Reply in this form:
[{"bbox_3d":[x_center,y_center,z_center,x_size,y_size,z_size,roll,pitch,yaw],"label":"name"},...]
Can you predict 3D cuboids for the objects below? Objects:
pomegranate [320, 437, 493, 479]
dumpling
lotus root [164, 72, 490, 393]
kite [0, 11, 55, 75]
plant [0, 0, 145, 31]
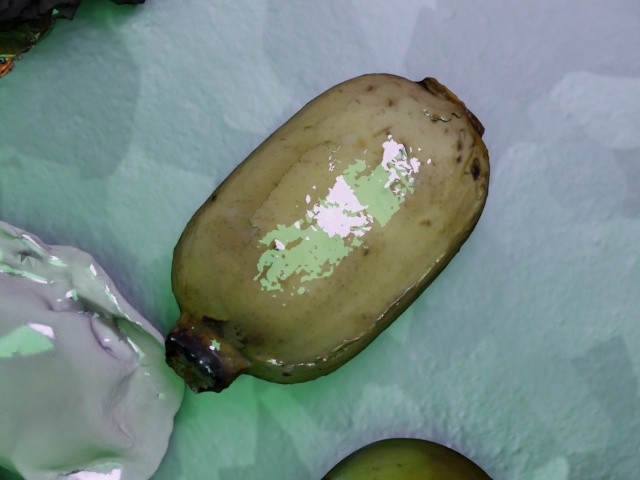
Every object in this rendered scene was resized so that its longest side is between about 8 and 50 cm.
[{"bbox_3d":[0.043,0.237,1.211,0.210,0.180,0.180,-18,91,31],"label":"pomegranate"},{"bbox_3d":[-0.206,0.084,1.220,0.162,0.132,0.250,-37,94,-3],"label":"dumpling"},{"bbox_3d":[0.000,0.000,1.211,0.284,0.146,0.160,-45,71,-6],"label":"lotus root"},{"bbox_3d":[-0.253,-0.192,1.280,0.125,0.008,0.222,45,92,1],"label":"kite"},{"bbox_3d":[-0.228,-0.237,1.153,0.312,0.215,0.213,17,86,-10],"label":"plant"}]
